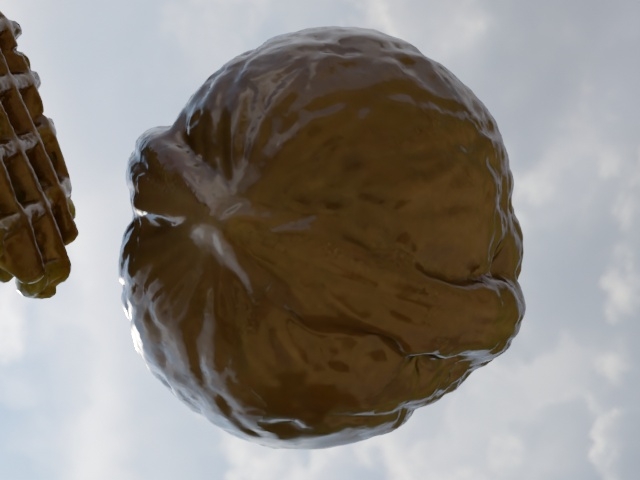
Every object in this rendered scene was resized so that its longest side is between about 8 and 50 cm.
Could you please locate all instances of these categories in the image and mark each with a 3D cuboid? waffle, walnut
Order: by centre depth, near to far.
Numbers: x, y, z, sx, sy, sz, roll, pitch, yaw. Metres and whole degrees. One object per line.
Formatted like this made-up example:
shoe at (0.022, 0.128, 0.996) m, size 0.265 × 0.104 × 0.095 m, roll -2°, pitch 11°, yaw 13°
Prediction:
waffle at (-0.250, -0.104, 0.965) m, size 0.058 × 0.300 × 0.281 m, roll -24°, pitch -18°, yaw 11°
walnut at (0.000, 0.000, 1.027) m, size 0.333 × 0.333 × 0.332 m, roll -27°, pitch -50°, yaw -37°
